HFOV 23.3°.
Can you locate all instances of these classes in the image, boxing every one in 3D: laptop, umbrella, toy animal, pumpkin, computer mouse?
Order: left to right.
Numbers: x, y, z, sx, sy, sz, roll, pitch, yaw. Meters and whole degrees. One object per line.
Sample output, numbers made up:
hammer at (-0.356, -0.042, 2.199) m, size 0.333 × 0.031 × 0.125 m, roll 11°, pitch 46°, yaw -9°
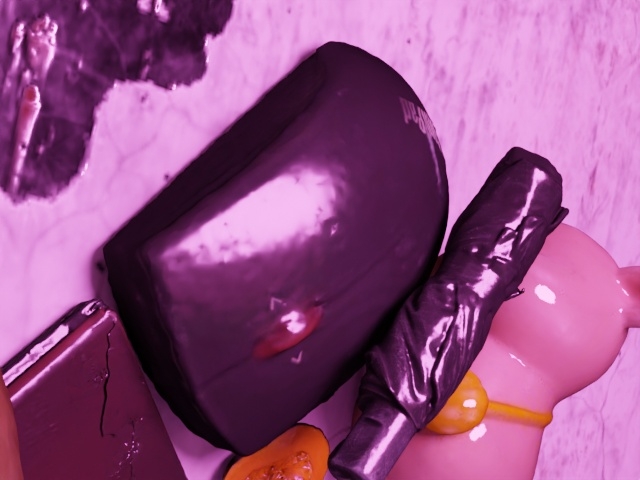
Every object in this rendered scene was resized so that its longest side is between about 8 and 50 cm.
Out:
laptop at (-0.165, 0.149, 0.839) m, size 0.207 × 0.026 × 0.154 m, roll -43°, pitch 128°, yaw -33°
pumpkin at (-0.034, 0.143, 0.978) m, size 0.083 × 0.028 × 0.050 m, roll -24°, pitch 113°, yaw -34°
computer mouse at (0.000, 0.000, 0.937) m, size 0.269 × 0.100 × 0.170 m, roll -47°, pitch 126°, yaw -32°
umbrella at (0.074, 0.047, 0.927) m, size 0.236 × 0.059 × 0.066 m, roll -53°, pitch 132°, yaw -22°
toy animal at (0.107, 0.092, 1.033) m, size 0.248 × 0.165 × 0.149 m, roll -46°, pitch 110°, yaw -16°

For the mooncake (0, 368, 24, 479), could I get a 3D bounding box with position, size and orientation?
mooncake at (-0.242, 0.109, 0.550) m, size 0.155 × 0.284 × 0.285 m, roll 28°, pitch 76°, yaw -49°
